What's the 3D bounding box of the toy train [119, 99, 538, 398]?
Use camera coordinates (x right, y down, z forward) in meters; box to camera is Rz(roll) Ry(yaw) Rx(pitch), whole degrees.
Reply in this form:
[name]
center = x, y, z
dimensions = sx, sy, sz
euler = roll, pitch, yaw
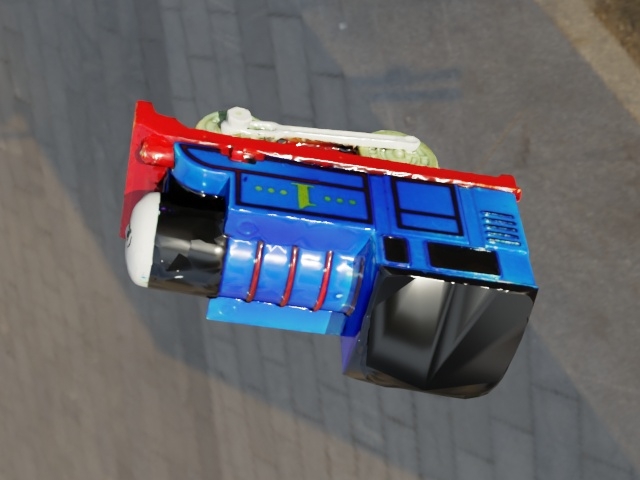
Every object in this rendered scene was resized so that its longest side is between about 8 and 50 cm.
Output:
[toy train]
center = 0.000, 0.000, 0.557
dimensions = 0.131, 0.204, 0.083
euler = -92, 13, -48
